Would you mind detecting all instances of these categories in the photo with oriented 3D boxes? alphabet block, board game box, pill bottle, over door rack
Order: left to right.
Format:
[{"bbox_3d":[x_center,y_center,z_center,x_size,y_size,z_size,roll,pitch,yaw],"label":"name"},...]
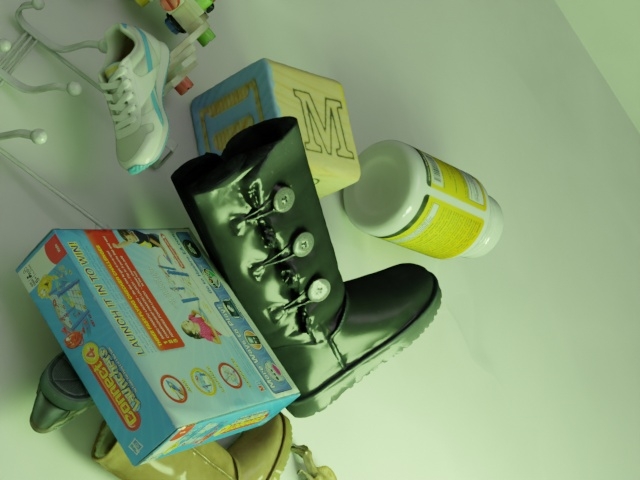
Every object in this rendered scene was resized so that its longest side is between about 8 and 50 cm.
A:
[{"bbox_3d":[-0.346,-0.168,1.501,0.324,0.108,0.239,47,41,-25],"label":"over door rack"},{"bbox_3d":[-0.209,0.127,1.411,0.308,0.086,0.302,55,23,17],"label":"board game box"},{"bbox_3d":[-0.076,-0.171,1.773,0.197,0.192,0.193,7,68,-48],"label":"alphabet block"},{"bbox_3d":[0.215,-0.067,2.082,0.334,0.188,0.188,19,57,-45],"label":"pill bottle"}]

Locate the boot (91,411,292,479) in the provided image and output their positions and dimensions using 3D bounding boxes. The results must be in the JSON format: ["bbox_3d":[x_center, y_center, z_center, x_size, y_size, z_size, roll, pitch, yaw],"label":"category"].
[{"bbox_3d":[-0.171,0.280,1.496,0.269,0.089,0.236,43,42,-27],"label":"boot"}]

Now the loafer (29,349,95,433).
[{"bbox_3d":[-0.305,0.172,1.403,0.096,0.084,0.267,39,22,5],"label":"loafer"}]

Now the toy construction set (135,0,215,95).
[{"bbox_3d":[-0.269,-0.398,1.683,0.215,0.151,0.328,-84,150,-70],"label":"toy construction set"}]

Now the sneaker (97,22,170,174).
[{"bbox_3d":[-0.271,-0.200,1.482,0.092,0.087,0.229,28,49,-48],"label":"sneaker"}]

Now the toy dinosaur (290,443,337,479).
[{"bbox_3d":[0.007,0.407,1.678,0.183,0.053,0.092,58,36,-11],"label":"toy dinosaur"}]

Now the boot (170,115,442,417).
[{"bbox_3d":[-0.001,0.001,1.650,0.367,0.146,0.445,-41,120,-31],"label":"boot"}]
